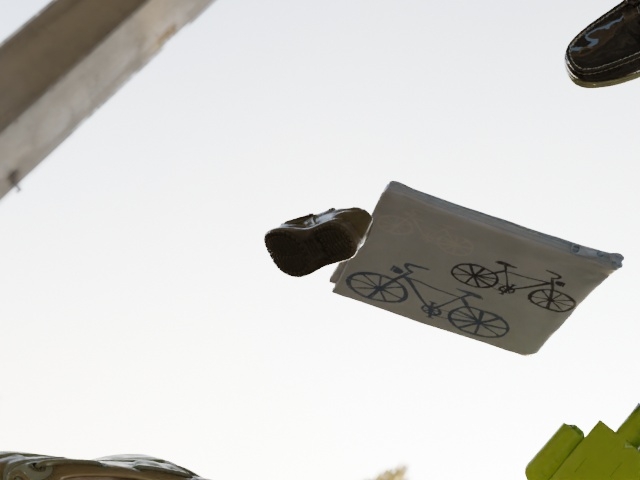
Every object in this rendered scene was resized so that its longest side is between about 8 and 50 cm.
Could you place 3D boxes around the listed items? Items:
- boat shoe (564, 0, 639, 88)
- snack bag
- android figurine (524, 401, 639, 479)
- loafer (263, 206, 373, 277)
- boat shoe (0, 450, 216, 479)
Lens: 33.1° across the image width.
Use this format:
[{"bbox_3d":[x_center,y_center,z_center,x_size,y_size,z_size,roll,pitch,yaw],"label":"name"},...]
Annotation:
[{"bbox_3d":[0.322,-0.216,0.979,0.224,0.080,0.073,-25,-27,15],"label":"boat shoe"},{"bbox_3d":[0.190,0.041,1.446,0.323,0.037,0.342,19,-28,-1],"label":"snack bag"},{"bbox_3d":[0.370,0.346,1.380,0.248,0.273,0.056,42,0,43],"label":"android figurine"},{"bbox_3d":[0.000,0.000,1.041,0.148,0.050,0.056,-6,-70,53],"label":"loafer"},{"bbox_3d":[-0.168,0.195,0.747,0.089,0.285,0.104,-3,-92,32],"label":"boat shoe"}]
